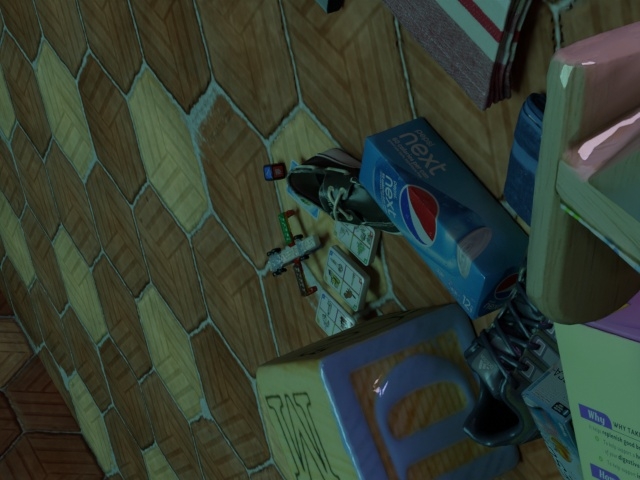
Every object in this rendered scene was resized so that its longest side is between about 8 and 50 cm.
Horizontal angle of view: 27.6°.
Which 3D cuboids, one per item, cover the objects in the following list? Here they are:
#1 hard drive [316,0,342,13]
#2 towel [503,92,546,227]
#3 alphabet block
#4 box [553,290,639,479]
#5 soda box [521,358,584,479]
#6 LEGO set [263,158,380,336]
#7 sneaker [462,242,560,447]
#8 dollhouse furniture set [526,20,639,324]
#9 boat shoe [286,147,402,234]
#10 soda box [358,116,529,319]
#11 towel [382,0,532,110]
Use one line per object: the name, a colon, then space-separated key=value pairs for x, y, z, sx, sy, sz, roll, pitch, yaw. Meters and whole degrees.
hard drive: x=-0.014 y=-0.321 z=1.401 sx=0.135 sy=0.022 sz=0.094 roll=52 pitch=151 yaw=32
towel: x=0.193 y=-0.068 z=1.162 sx=0.067 sy=0.029 sz=0.119 roll=51 pitch=150 yaw=37
alphabet block: x=0.069 y=0.193 z=1.439 sx=0.197 sy=0.192 sz=0.193 roll=-18 pitch=91 yaw=65
box: x=0.308 y=0.166 z=1.002 sx=0.213 sy=0.117 sz=0.243 roll=18 pitch=126 yaw=60
soda box: x=0.243 y=0.185 z=1.150 sx=0.058 sy=0.063 sz=0.183 roll=34 pitch=159 yaw=52
LEGO set: x=0.000 y=0.000 z=1.632 sx=0.244 sy=0.060 sz=0.182 roll=43 pitch=133 yaw=42
sneaker: x=0.197 y=0.083 z=1.163 sx=0.111 sy=0.121 sz=0.300 roll=45 pitch=146 yaw=42
dollhouse furniture set: x=0.336 y=0.062 z=0.519 sx=0.362 sy=0.394 sz=0.256 roll=45 pitch=147 yaw=43
boat shoe: x=0.036 y=-0.047 z=1.458 sx=0.219 sy=0.070 sz=0.077 roll=25 pitch=131 yaw=57
soda box: x=0.124 y=-0.025 z=1.288 sx=0.210 sy=0.071 sz=0.067 roll=52 pitch=151 yaw=33
towel: x=0.120 y=-0.306 z=1.121 sx=0.237 sy=0.037 sz=0.329 roll=54 pitch=150 yaw=35
